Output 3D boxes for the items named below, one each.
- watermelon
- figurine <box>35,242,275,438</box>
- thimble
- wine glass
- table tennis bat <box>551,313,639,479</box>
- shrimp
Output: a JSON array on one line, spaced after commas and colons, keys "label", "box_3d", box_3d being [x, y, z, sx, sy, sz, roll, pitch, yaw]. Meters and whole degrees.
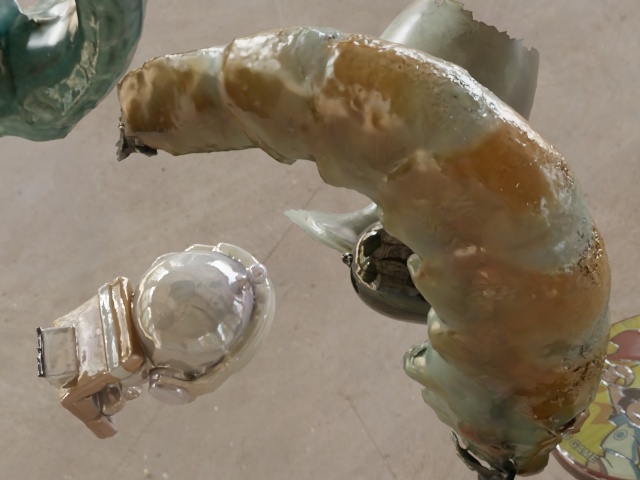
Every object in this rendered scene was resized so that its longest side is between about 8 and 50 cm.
[{"label": "watermelon", "box_3d": [0.070, 0.020, 0.610, 0.111, 0.078, 0.078, 5, 51, -7]}, {"label": "figurine", "box_3d": [-0.141, 0.089, 0.834, 0.237, 0.141, 0.162, -29, 50, 10]}, {"label": "thimble", "box_3d": [-0.209, -0.179, 0.589, 0.199, 0.235, 0.143, -3, 51, 1]}, {"label": "wine glass", "box_3d": [0.125, -0.131, 1.109, 0.238, 0.238, 0.322, 29, 100, 27]}, {"label": "table tennis bat", "box_3d": [0.322, 0.109, 0.735, 0.310, 0.038, 0.200, -32, 31, -20]}, {"label": "shrimp", "box_3d": [0.022, -0.009, 0.398, 0.287, 0.185, 0.068, 33, 51, 3]}]
